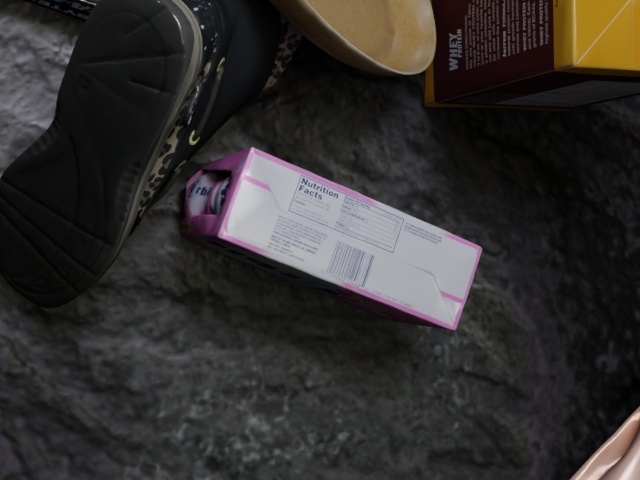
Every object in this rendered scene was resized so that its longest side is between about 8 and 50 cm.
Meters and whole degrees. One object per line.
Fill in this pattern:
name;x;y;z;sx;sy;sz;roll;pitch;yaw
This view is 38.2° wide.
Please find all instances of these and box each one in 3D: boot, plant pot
boot;-0.104;-0.070;0.594;0.085;0.236;0.178;40;34;5
plant pot;-0.004;-0.207;0.615;0.236;0.032;0.236;35;39;-35

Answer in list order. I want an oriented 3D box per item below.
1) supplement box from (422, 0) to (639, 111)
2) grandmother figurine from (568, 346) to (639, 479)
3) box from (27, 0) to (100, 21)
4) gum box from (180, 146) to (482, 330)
supplement box;0.172;-0.200;0.660;0.129;0.194;0.191;-1;90;-22
grandmother figurine;0.313;0.140;0.774;0.342;0.104;0.208;-47;133;-18
box;-0.184;-0.247;0.594;0.220;0.051;0.175;15;84;-21
gum box;0.000;0.000;0.637;0.188;0.107;0.062;23;81;-20
